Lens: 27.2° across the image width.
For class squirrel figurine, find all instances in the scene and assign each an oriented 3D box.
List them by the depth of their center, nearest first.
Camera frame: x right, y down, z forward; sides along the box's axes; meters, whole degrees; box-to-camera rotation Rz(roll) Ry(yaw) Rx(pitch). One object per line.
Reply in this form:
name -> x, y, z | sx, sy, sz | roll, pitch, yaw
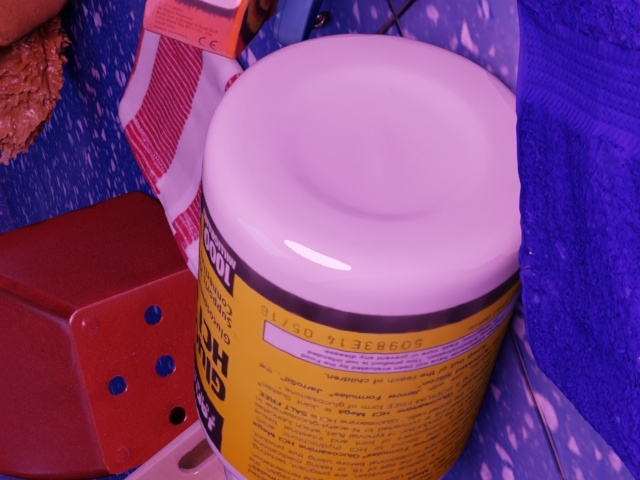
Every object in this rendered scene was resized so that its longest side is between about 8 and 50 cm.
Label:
squirrel figurine -> -0.406, -0.304, 1.640 | 0.370, 0.281, 0.397 | 33, 151, 46

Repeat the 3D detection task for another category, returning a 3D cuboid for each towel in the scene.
towel -> 0.125, -0.047, 0.531 | 0.227, 0.076, 0.308 | -106, 7, -72
towel -> -0.106, -0.076, 1.222 | 0.329, 0.037, 0.237 | 63, 149, 26

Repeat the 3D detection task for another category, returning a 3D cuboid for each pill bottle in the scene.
pill bottle -> 0.016, 0.053, 0.815 | 0.334, 0.188, 0.188 | 98, 148, -50

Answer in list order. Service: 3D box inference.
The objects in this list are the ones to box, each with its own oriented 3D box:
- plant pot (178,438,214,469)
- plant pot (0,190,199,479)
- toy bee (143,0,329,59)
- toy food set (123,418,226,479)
plant pot -> -0.061, 0.315, 1.233 | 0.237, 0.237, 0.254 | 116, 148, -62
plant pot -> -0.222, 0.114, 1.435 | 0.236, 0.267, 0.267 | 10, 116, 54
toy bee -> -0.041, -0.209, 0.807 | 0.298, 0.195, 0.162 | -124, 49, -66
toy food set -> -0.037, 0.260, 1.058 | 0.092, 0.220, 0.306 | 46, -173, -48
